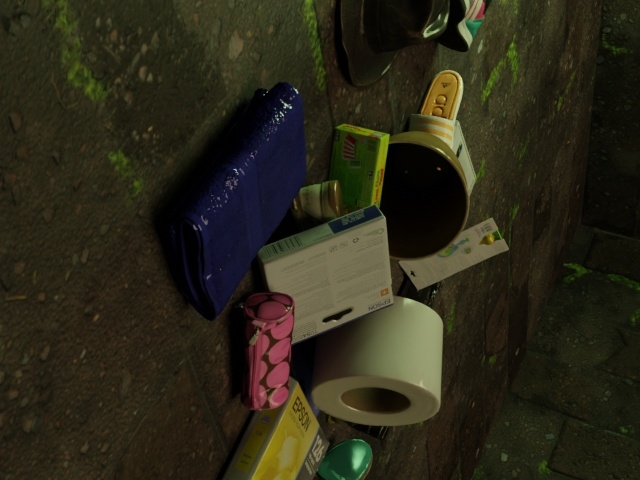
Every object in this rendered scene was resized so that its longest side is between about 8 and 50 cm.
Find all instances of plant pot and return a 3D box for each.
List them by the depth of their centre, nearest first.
[{"bbox_3d":[0.180,-0.119,1.937,0.254,0.237,0.237,-62,160,-64],"label":"plant pot"}]

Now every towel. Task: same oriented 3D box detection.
[{"bbox_3d":[-0.119,-0.063,1.445,0.308,0.076,0.228,-58,159,-35],"label":"towel"}]

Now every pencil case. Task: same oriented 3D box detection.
[{"bbox_3d":[-0.092,0.187,1.637,0.098,0.095,0.209,-75,169,-57],"label":"pencil case"}]

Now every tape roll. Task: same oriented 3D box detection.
[{"bbox_3d":[0.108,0.228,1.877,0.246,0.246,0.169,67,25,-56],"label":"tape roll"}]

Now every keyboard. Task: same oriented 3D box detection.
[{"bbox_3d":[0.246,0.121,2.453,0.317,0.033,0.201,-61,148,-27],"label":"keyboard"}]

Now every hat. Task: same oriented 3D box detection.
[{"bbox_3d":[0.157,-0.415,1.760,0.331,0.134,0.331,-49,147,-47],"label":"hat"}]

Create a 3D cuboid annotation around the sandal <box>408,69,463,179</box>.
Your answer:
[{"bbox_3d":[0.235,-0.258,2.103,0.076,0.102,0.265,52,49,-61],"label":"sandal"}]

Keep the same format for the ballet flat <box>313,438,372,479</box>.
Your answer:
[{"bbox_3d":[0.002,0.539,2.106,0.316,0.107,0.106,-38,158,-47],"label":"ballet flat"}]

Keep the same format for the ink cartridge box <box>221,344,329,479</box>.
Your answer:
[{"bbox_3d":[-0.061,0.380,1.870,0.307,0.072,0.304,-61,154,-24],"label":"ink cartridge box"}]

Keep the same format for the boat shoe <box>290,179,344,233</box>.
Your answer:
[{"bbox_3d":[0.000,0.000,1.755,0.285,0.089,0.105,83,6,-48],"label":"boat shoe"}]

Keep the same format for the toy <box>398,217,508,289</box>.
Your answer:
[{"bbox_3d":[0.308,0.020,2.324,0.137,0.237,0.056,52,21,-47],"label":"toy"}]

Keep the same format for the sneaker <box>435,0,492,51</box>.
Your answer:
[{"bbox_3d":[0.289,-0.516,2.002,0.178,0.123,0.295,-66,164,-6],"label":"sneaker"}]

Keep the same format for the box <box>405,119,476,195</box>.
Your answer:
[{"bbox_3d":[0.269,-0.144,2.257,0.169,0.087,0.290,-68,157,-14],"label":"box"}]

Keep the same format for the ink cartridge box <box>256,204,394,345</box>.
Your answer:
[{"bbox_3d":[0.012,0.063,1.692,0.223,0.045,0.224,-21,136,-11],"label":"ink cartridge box"}]

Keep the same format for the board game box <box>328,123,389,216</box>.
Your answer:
[{"bbox_3d":[0.064,-0.111,1.796,0.043,0.092,0.181,-31,133,-58],"label":"board game box"}]

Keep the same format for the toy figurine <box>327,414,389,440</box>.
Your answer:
[{"bbox_3d":[0.113,0.298,2.131,0.209,0.148,0.213,-38,141,-46],"label":"toy figurine"}]
